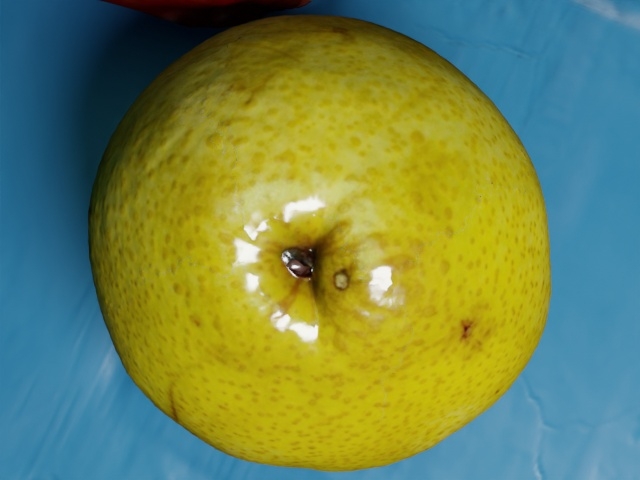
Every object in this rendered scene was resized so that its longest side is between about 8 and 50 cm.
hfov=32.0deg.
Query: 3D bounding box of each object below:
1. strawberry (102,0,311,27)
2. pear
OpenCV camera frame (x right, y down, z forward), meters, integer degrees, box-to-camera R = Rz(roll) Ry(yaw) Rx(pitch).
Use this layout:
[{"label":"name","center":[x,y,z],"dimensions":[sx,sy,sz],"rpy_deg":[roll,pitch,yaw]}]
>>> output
[{"label":"strawberry","center":[-0.102,-0.255,0.470],"dimensions":[0.295,0.345,0.317],"rpy_deg":[-29,83,9]},{"label":"pear","center":[0.000,0.000,0.492],"dimensions":[0.209,0.209,0.208],"rpy_deg":[-1,78,3]}]
